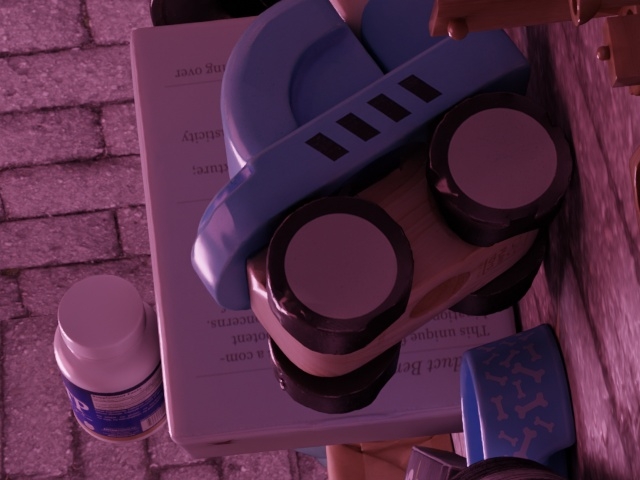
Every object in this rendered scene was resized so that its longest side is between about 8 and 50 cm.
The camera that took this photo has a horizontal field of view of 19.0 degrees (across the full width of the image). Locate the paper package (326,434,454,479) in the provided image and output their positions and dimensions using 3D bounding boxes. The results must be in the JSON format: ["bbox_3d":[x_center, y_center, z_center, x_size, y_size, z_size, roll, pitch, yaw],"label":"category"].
[{"bbox_3d":[0.105,0.453,2.455,0.309,0.168,0.325,-99,3,-47],"label":"paper package"}]

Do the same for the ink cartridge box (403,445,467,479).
[{"bbox_3d":[0.093,0.362,1.916,0.307,0.072,0.303,168,115,-82],"label":"ink cartridge box"}]

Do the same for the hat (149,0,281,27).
[{"bbox_3d":[-0.016,-0.282,1.956,0.331,0.331,0.134,94,180,-75],"label":"hat"}]

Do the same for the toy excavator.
[{"bbox_3d":[0.037,-0.156,1.517,0.445,0.433,0.222,54,169,16],"label":"toy excavator"}]

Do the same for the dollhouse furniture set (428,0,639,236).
[{"bbox_3d":[0.134,-0.075,1.036,0.144,0.123,0.151,96,168,-78],"label":"dollhouse furniture set"}]

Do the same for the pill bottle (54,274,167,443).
[{"bbox_3d":[-0.209,0.117,1.924,0.186,0.112,0.112,85,177,-57],"label":"pill bottle"}]

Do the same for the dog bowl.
[{"bbox_3d":[0.167,0.219,1.574,0.166,0.074,0.297,139,125,-87],"label":"dog bowl"}]

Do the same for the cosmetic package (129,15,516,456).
[{"bbox_3d":[0.000,0.000,1.890,0.327,0.329,0.393,99,165,-80],"label":"cosmetic package"}]

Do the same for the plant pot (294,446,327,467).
[{"bbox_3d":[0.023,0.221,2.914,0.196,0.293,0.293,58,-176,-14],"label":"plant pot"}]

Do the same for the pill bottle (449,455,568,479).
[{"bbox_3d":[0.148,0.230,1.367,0.246,0.130,0.130,164,100,-88],"label":"pill bottle"}]
